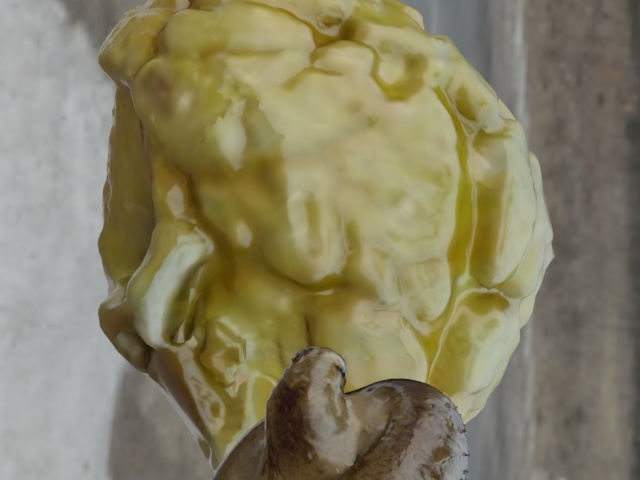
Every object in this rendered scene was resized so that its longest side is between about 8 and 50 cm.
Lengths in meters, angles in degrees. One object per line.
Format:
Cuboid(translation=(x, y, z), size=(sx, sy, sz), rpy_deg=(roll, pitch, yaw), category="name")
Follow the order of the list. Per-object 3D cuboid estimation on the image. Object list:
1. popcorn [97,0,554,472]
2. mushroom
Cuboid(translation=(0.001, -0.020, 1.379), size=(0.344, 0.354, 0.390), rpy_deg=(17, 74, -78), category="popcorn")
Cuboid(translation=(0.006, 0.105, 0.761), size=(0.085, 0.126, 0.109), rpy_deg=(22, 64, -43), category="mushroom")
